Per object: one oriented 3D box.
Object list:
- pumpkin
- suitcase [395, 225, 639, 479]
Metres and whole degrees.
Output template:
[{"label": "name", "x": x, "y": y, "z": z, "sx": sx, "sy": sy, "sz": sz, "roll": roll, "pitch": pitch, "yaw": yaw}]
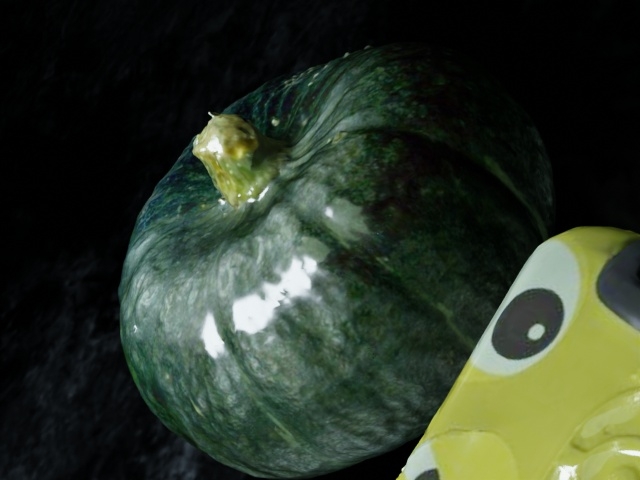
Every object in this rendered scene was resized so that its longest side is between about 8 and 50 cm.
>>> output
[{"label": "pumpkin", "x": 0.002, "y": 0.002, "z": 0.549, "sx": 0.212, "sy": 0.152, "sz": 0.211, "roll": -21, "pitch": 45, "yaw": 22}, {"label": "suitcase", "x": 0.120, "y": 0.123, "z": 0.376, "sx": 0.194, "sy": 0.143, "sz": 0.235, "roll": 21, "pitch": 76, "yaw": 46}]
